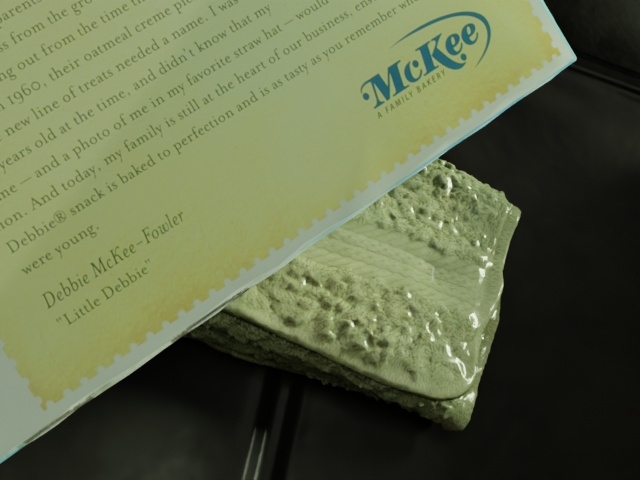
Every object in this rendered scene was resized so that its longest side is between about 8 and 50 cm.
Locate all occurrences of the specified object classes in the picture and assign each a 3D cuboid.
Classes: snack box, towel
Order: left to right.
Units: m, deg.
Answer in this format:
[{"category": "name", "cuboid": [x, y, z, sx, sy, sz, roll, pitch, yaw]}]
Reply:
[{"category": "snack box", "cuboid": [-0.092, -0.052, 0.348, 0.322, 0.060, 0.187, -35, 98, -21]}, {"category": "towel", "cuboid": [0.000, 0.000, 0.430, 0.148, 0.027, 0.110, 21, 58, -8]}]
